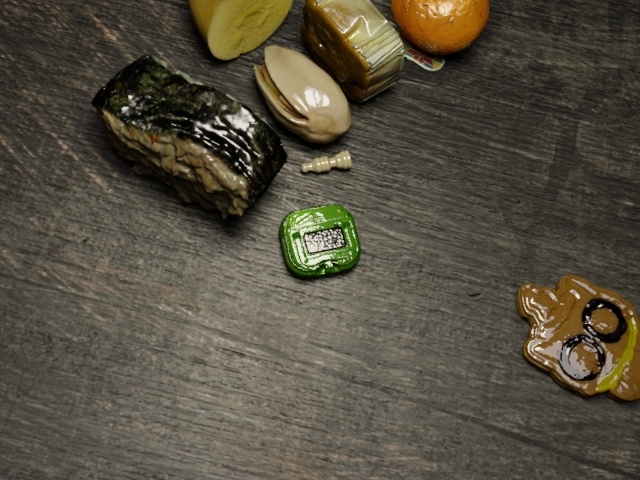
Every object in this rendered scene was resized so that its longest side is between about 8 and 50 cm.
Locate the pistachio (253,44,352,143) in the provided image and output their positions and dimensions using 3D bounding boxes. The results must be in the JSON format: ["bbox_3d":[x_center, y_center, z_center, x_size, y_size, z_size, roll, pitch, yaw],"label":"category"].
[{"bbox_3d":[-0.034,-0.269,1.938,0.223,0.126,0.152,43,37,14],"label":"pistachio"}]

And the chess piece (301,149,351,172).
[{"bbox_3d":[0.009,-0.141,1.942,0.092,0.035,0.035,-12,72,-7],"label":"chess piece"}]

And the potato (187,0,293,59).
[{"bbox_3d":[-0.172,-0.464,1.980,0.203,0.178,0.158,-45,63,5],"label":"potato"}]

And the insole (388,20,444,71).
[{"bbox_3d":[0.156,-0.388,2.065,0.193,0.006,0.065,29,69,5],"label":"insole"}]

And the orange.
[{"bbox_3d":[0.229,-0.445,2.014,0.193,0.161,0.193,2,58,-4],"label":"orange"}]

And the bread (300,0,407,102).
[{"bbox_3d":[0.051,-0.367,1.944,0.110,0.192,0.210,-35,78,-15],"label":"bread"}]

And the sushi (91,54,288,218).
[{"bbox_3d":[-0.232,-0.180,1.838,0.350,0.211,0.171,31,74,11],"label":"sushi"}]

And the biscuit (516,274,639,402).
[{"bbox_3d":[0.478,0.170,1.879,0.290,0.041,0.208,34,68,6],"label":"biscuit"}]

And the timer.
[{"bbox_3d":[0.000,0.000,1.879,0.140,0.047,0.128,-10,72,-10],"label":"timer"}]
